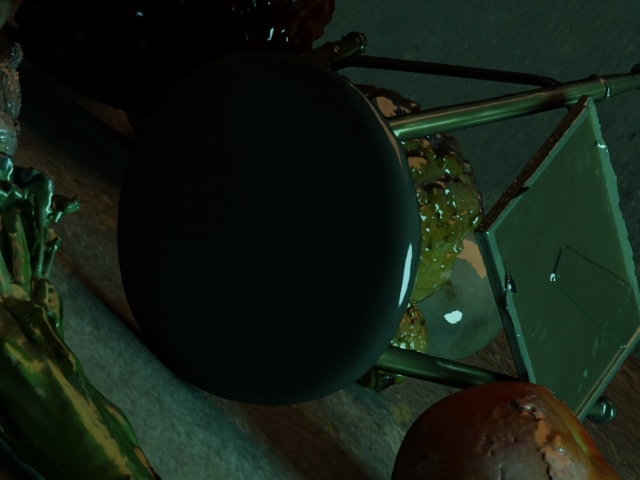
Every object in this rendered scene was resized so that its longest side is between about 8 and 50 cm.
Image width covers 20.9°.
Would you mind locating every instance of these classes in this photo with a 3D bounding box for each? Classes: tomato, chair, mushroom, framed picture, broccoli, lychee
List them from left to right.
[{"bbox_3d":[-0.184,0.079,1.129,0.304,0.145,0.165,55,19,20],"label":"broccoli"},{"bbox_3d":[-0.171,-0.326,2.026,0.425,0.500,0.424,0,-9,0],"label":"lychee"},{"bbox_3d":[0.051,-0.011,1.621,0.365,0.362,0.410,11,8,32],"label":"chair"},{"bbox_3d":[0.150,0.074,2.301,0.204,0.204,0.204,37,9,-7],"label":"mushroom"},{"bbox_3d":[0.155,0.226,1.479,0.208,0.184,0.208,46,15,-16],"label":"tomato"},{"bbox_3d":[0.227,0.036,1.573,0.019,0.209,0.281,11,-46,36],"label":"framed picture"}]

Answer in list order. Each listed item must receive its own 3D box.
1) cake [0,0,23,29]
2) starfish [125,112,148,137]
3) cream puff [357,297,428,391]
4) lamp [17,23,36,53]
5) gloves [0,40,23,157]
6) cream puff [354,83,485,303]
[{"bbox_3d":[-0.398,-0.345,1.714,0.270,0.319,0.269,32,10,-26],"label":"cake"},{"bbox_3d":[-0.177,-0.110,2.239,0.299,0.060,0.302,39,19,-43],"label":"starfish"},{"bbox_3d":[0.068,0.104,1.927,0.133,0.104,0.119,-7,-71,63],"label":"cream puff"},{"bbox_3d":[-0.299,-0.323,2.318,0.227,0.227,0.227,37,9,-7],"label":"lamp"},{"bbox_3d":[-0.323,-0.116,1.596,0.094,0.110,0.144,40,35,-41],"label":"gloves"},{"bbox_3d":[0.036,-0.075,2.106,0.327,0.231,0.343,10,34,-21],"label":"cream puff"}]
